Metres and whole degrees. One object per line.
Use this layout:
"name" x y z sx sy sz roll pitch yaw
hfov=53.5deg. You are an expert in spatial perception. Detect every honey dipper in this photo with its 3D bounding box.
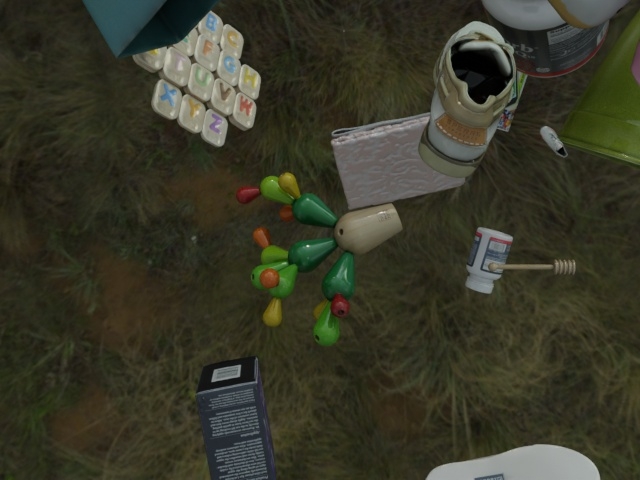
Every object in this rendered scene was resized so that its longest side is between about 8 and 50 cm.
"honey dipper" 0.408 0.052 1.234 0.160 0.030 0.030 0 108 9

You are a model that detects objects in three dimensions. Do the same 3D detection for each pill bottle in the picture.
"pill bottle" 0.495 0.060 1.893 0.108 0.108 0.180 15 100 -3
"pill bottle" 0.382 -0.434 1.084 0.210 0.363 0.210 -3 83 23

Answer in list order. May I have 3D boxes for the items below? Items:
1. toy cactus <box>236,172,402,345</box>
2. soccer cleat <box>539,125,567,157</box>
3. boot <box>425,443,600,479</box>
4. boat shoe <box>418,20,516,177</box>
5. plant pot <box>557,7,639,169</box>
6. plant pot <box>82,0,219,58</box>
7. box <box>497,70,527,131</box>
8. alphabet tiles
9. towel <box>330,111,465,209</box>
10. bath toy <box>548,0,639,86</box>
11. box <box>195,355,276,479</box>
"toy cactus" 0.000 0.000 0.712 0.180 0.219 0.112 -23 145 0
"soccer cleat" 0.483 -0.204 1.311 0.029 0.036 0.083 -40 118 14
"boot" 0.221 0.280 0.734 0.190 0.069 0.086 -10 150 18
"boat shoe" 0.205 -0.211 0.819 0.113 0.302 0.103 19 138 -1
"plant pot" 0.728 -0.317 1.311 0.366 0.366 0.353 17 104 -3
"plant pot" -0.296 -0.445 1.002 0.165 0.166 0.234 -31 98 37
"box" 0.449 -0.387 1.586 0.114 0.036 0.207 18 109 12
"alphabet tiles" -0.231 -0.337 1.245 0.021 0.278 0.284 -14 150 41
"towel" 0.209 -0.207 1.659 0.331 0.053 0.317 -11 149 7
"bath toy" 0.294 -0.175 0.492 0.151 0.129 0.348 -41 97 14
"box" -0.147 0.333 1.131 0.108 0.153 0.207 -10 98 -5
